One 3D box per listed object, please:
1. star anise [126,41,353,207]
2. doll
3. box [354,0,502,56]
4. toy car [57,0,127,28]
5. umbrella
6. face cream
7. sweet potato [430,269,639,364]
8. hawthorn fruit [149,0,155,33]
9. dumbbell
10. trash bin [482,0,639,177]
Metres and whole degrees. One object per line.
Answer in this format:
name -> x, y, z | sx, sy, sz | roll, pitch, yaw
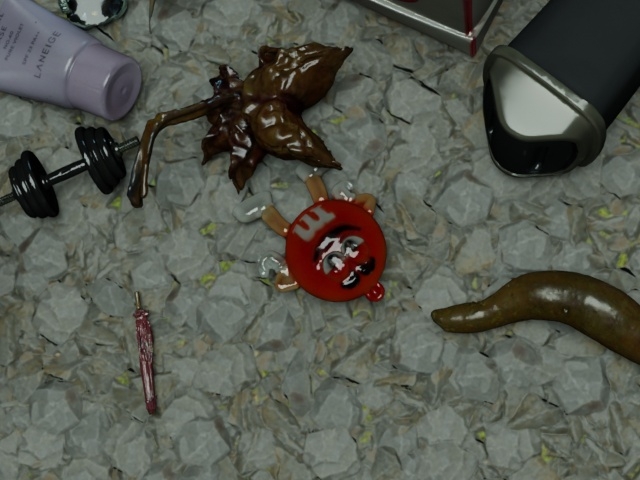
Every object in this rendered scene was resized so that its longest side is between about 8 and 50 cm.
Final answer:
star anise -> -0.104, -0.145, 1.934 | 0.346, 0.148, 0.237 | -31, 62, -12
doll -> 0.000, 0.000, 1.938 | 0.183, 0.085, 0.217 | -34, 70, -1
box -> 0.126, -0.465, 1.884 | 0.312, 0.300, 0.314 | 27, 85, 9
toy car -> -0.331, -0.393, 2.050 | 0.095, 0.056, 0.205 | -19, 81, 4
umbrella -> -0.232, 0.148, 1.968 | 0.025, 0.027, 0.165 | -2, 78, -30
face cream -> -0.377, -0.251, 2.025 | 0.274, 0.096, 0.154 | 22, 89, 22
sweet potato -> 0.315, 0.094, 1.889 | 0.346, 0.079, 0.108 | 11, 95, 11
hawthorn fruit -> -0.205, -0.398, 1.989 | 0.189, 0.149, 0.149 | -42, 79, -6
dumbbell -> -0.337, -0.092, 1.982 | 0.208, 0.099, 0.099 | -24, 79, 3
trash bin -> 0.324, -0.219, 1.875 | 0.182, 0.209, 0.290 | 39, 82, 12
